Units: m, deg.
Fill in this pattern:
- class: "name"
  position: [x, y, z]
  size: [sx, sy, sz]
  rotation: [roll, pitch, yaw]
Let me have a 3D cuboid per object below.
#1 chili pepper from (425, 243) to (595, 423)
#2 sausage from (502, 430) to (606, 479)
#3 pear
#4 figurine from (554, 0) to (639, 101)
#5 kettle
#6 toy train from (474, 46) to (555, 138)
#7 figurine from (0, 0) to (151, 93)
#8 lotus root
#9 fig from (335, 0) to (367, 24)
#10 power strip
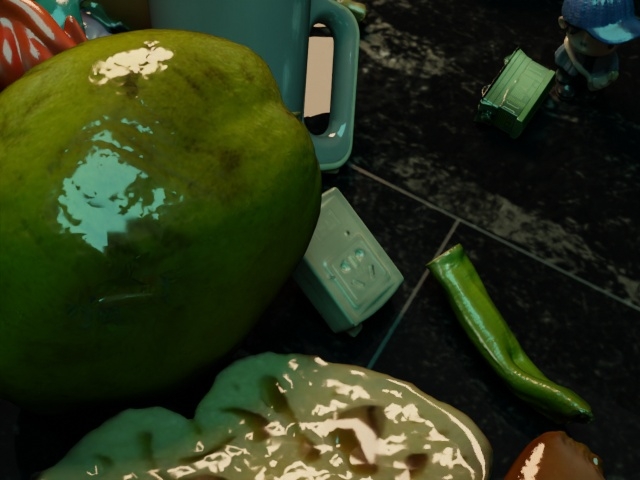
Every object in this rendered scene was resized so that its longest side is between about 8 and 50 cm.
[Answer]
- class: "chili pepper"
  position: [0.160, 0.089, 0.946]
  size: [0.050, 0.052, 0.202]
  rotation: [-40, 68, 9]
- class: "sausage"
  position: [0.140, 0.280, 0.816]
  size: [0.089, 0.083, 0.300]
  rotation: [29, 60, 2]
- class: "pear"
  position: [-0.147, -0.013, 0.829]
  size: [0.321, 0.269, 0.269]
  rotation: [-39, 68, -11]
- class: "figurine"
  position: [0.270, -0.201, 1.072]
  size: [0.077, 0.136, 0.079]
  rotation: [4, 68, 0]
- class: "kettle"
  position: [-0.059, -0.179, 1.007]
  size: [0.210, 0.160, 0.243]
  rotation: [-6, 97, -35]
- class: "toy train"
  position: [0.197, -0.149, 1.095]
  size: [0.056, 0.038, 0.093]
  rotation: [31, 63, 12]
- class: "figurine"
  position: [-0.255, -0.146, 0.979]
  size: [0.181, 0.208, 0.257]
  rotation: [30, 50, -23]
- class: "lotus root"
  position: [-0.044, 0.230, 0.758]
  size: [0.316, 0.250, 0.316]
  rotation: [-1, 42, 1]
- class: "fig"
  position: [-0.046, -0.324, 1.127]
  size: [0.230, 0.160, 0.143]
  rotation: [17, 101, 5]
- class: "power strip"
  position: [0.000, 0.000, 0.954]
  size: [0.075, 0.042, 0.175]
  rotation: [-42, 98, -31]
